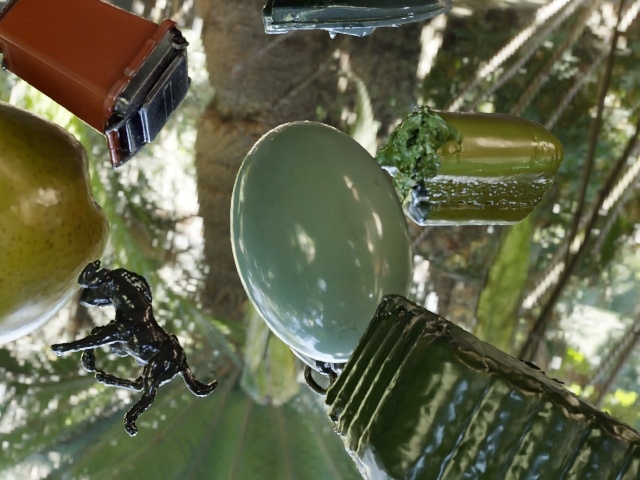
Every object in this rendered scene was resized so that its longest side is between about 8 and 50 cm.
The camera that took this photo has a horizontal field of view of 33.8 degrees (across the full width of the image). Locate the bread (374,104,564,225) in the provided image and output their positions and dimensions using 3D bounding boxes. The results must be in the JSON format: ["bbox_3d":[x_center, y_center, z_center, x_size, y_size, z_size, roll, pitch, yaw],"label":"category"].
[{"bbox_3d":[0.311,-0.157,2.180,0.376,0.251,0.208,1,-132,-31],"label":"bread"}]

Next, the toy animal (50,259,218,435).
[{"bbox_3d":[-0.245,0.137,1.370,0.232,0.148,0.084,47,-178,-2],"label":"toy animal"}]

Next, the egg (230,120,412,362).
[{"bbox_3d":[0.000,0.000,1.648,0.276,0.389,0.276,-16,169,-3],"label":"egg"}]

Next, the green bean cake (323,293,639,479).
[{"bbox_3d":[0.172,0.224,1.161,0.319,0.218,0.335,30,180,-5],"label":"green bean cake"}]

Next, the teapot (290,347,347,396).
[{"bbox_3d":[0.042,0.227,2.330,0.175,0.267,0.185,34,-157,34],"label":"teapot"}]

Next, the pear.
[{"bbox_3d":[-0.517,-0.023,1.498,0.418,0.362,0.362,-11,-174,-10],"label":"pear"}]

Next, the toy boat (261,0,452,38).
[{"bbox_3d":[0.065,-0.398,1.786,0.320,0.092,0.141,2,-144,15],"label":"toy boat"}]

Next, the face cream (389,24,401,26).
[{"bbox_3d":[0.114,-0.418,1.997,0.083,0.021,0.040,15,-173,41],"label":"face cream"}]

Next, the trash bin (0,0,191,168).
[{"bbox_3d":[-0.315,-0.232,1.425,0.239,0.184,0.161,27,158,7],"label":"trash bin"}]
